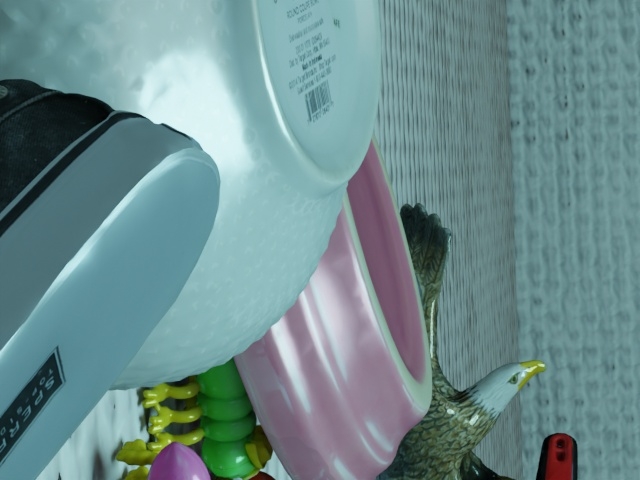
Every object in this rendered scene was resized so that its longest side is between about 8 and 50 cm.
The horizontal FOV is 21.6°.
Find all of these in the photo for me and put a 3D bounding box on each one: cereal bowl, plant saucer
[{"bbox_3d":[-0.063,-0.100,0.762,0.339,0.141,0.339,-5,90,-70],"label":"cereal bowl"},{"bbox_3d":[0.000,0.000,1.084,0.332,0.084,0.332,-15,90,-81],"label":"plant saucer"}]

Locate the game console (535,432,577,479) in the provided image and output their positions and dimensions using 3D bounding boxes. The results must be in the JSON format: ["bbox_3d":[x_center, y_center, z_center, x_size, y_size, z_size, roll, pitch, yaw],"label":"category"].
[{"bbox_3d":[0.206,0.402,1.561,0.386,0.060,0.342,86,13,-61],"label":"game console"}]

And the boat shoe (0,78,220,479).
[{"bbox_3d":[-0.156,0.052,0.510,0.306,0.105,0.113,-53,158,-31],"label":"boat shoe"}]

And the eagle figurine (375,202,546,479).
[{"bbox_3d":[0.089,0.141,1.489,0.298,0.225,0.226,56,-24,-10],"label":"eagle figurine"}]

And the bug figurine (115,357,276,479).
[{"bbox_3d":[-0.063,0.182,0.970,0.279,0.072,0.216,-63,149,-64],"label":"bug figurine"}]
